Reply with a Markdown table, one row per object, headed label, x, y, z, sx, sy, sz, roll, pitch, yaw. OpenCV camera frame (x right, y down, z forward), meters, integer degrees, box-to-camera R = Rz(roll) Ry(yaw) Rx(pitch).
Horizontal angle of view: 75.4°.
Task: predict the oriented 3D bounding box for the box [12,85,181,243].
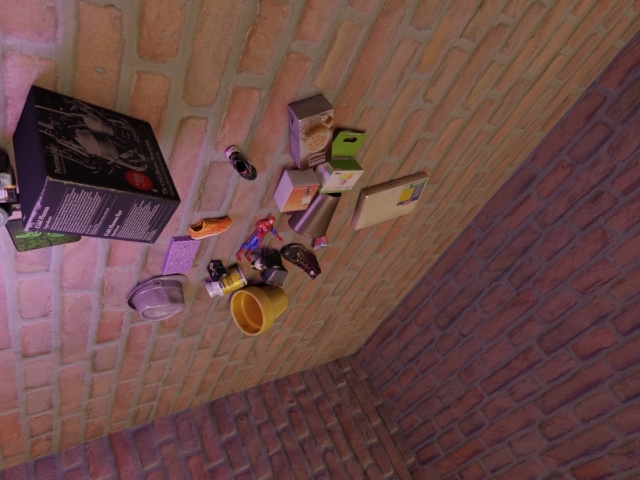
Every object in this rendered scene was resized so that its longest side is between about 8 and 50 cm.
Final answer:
| label | x | y | z | sx | sy | sz | roll | pitch | yaw |
| --- | --- | --- | --- | --- | --- | --- | --- | --- | --- |
| box | -0.587 | -0.185 | 1.086 | 0.312 | 0.343 | 0.179 | 7 | 133 | -48 |

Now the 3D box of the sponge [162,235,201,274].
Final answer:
| label | x | y | z | sx | sy | sz | roll | pitch | yaw |
| --- | --- | --- | --- | --- | --- | --- | --- | --- | --- |
| sponge | -0.589 | 0.064 | 1.750 | 0.117 | 0.031 | 0.210 | -4 | 139 | -39 |

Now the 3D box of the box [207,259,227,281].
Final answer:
| label | x | y | z | sx | sy | sz | roll | pitch | yaw |
| --- | --- | --- | --- | --- | --- | --- | --- | --- | --- |
| box | -0.478 | 0.141 | 1.909 | 0.052 | 0.083 | 0.062 | 0 | 136 | -44 |

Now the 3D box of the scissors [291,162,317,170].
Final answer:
| label | x | y | z | sx | sy | sz | roll | pitch | yaw |
| --- | --- | --- | --- | --- | --- | --- | --- | --- | --- |
| scissors | 0.009 | -0.330 | 1.747 | 0.296 | 0.021 | 0.109 | -18 | 146 | -26 |

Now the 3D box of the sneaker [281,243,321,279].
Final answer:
| label | x | y | z | sx | sy | sz | roll | pitch | yaw |
| --- | --- | --- | --- | --- | --- | --- | --- | --- | --- |
| sneaker | -0.078 | 0.120 | 2.168 | 0.106 | 0.163 | 0.281 | -44 | 148 | 19 |

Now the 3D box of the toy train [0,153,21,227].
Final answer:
| label | x | y | z | sx | sy | sz | roll | pitch | yaw |
| --- | --- | --- | --- | --- | --- | --- | --- | --- | --- |
| toy train | -0.951 | -0.132 | 1.049 | 0.333 | 0.142 | 0.190 | -4 | 127 | -36 |

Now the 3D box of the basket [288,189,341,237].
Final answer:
| label | x | y | z | sx | sy | sz | roll | pitch | yaw |
| --- | --- | --- | --- | --- | --- | --- | --- | --- | --- |
| basket | -0.011 | -0.145 | 1.869 | 0.204 | 0.154 | 0.227 | 4 | 131 | -38 |

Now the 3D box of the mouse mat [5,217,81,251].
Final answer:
| label | x | y | z | sx | sy | sz | roll | pitch | yaw |
| --- | --- | --- | --- | --- | --- | --- | --- | --- | --- |
| mouse mat | -0.901 | -0.029 | 1.356 | 0.189 | 0.007 | 0.153 | -15 | 145 | -28 |

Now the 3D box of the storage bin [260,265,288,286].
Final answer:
| label | x | y | z | sx | sy | sz | roll | pitch | yaw |
| --- | --- | --- | --- | --- | --- | --- | --- | --- | --- |
| storage bin | -0.235 | 0.183 | 2.194 | 0.135 | 0.098 | 0.091 | 17 | 114 | -52 |

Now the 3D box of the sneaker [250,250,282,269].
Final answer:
| label | x | y | z | sx | sy | sz | roll | pitch | yaw |
| --- | --- | --- | --- | --- | --- | --- | --- | --- | --- |
| sneaker | -0.269 | 0.102 | 2.039 | 0.097 | 0.084 | 0.234 | -11 | 178 | 20 |

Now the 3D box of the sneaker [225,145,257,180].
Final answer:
| label | x | y | z | sx | sy | sz | roll | pitch | yaw |
| --- | --- | --- | --- | --- | --- | --- | --- | --- | --- |
| sneaker | -0.284 | -0.262 | 1.514 | 0.072 | 0.077 | 0.178 | -35 | 150 | 7 |

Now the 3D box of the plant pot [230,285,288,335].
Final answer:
| label | x | y | z | sx | sy | sz | roll | pitch | yaw |
| --- | --- | --- | --- | --- | --- | --- | --- | --- | --- |
| plant pot | -0.313 | 0.351 | 2.233 | 0.239 | 0.254 | 0.254 | -21 | 152 | -50 |

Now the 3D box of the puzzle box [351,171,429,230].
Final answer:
| label | x | y | z | sx | sy | sz | roll | pitch | yaw |
| --- | --- | --- | --- | --- | --- | --- | --- | --- | --- |
| puzzle box | 0.370 | -0.209 | 2.214 | 0.408 | 0.052 | 0.272 | -18 | 146 | -23 |

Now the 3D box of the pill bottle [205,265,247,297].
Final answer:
| label | x | y | z | sx | sy | sz | roll | pitch | yaw |
| --- | --- | --- | --- | --- | --- | --- | --- | --- | --- |
| pill bottle | -0.456 | 0.204 | 2.002 | 0.184 | 0.103 | 0.103 | -25 | 149 | -13 |

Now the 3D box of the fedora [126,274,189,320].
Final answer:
| label | x | y | z | sx | sy | sz | roll | pitch | yaw |
| --- | --- | --- | --- | --- | --- | --- | --- | --- | --- |
| fedora | -0.707 | 0.273 | 1.850 | 0.275 | 0.124 | 0.244 | -4 | 140 | -39 |

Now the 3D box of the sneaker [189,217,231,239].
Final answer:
| label | x | y | z | sx | sy | sz | roll | pitch | yaw |
| --- | --- | --- | --- | --- | --- | --- | --- | --- | --- |
| sneaker | -0.444 | -0.057 | 1.680 | 0.175 | 0.064 | 0.068 | -23 | 139 | -21 |

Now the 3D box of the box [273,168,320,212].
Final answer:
| label | x | y | z | sx | sy | sz | roll | pitch | yaw |
| --- | --- | --- | --- | --- | --- | --- | --- | --- | --- |
| box | -0.101 | -0.208 | 1.722 | 0.130 | 0.091 | 0.170 | -10 | 152 | -30 |

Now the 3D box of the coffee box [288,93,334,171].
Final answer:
| label | x | y | z | sx | sy | sz | roll | pitch | yaw |
| --- | --- | --- | --- | --- | --- | --- | --- | --- | --- |
| coffee box | -0.034 | -0.393 | 1.533 | 0.141 | 0.098 | 0.247 | -23 | 148 | -15 |

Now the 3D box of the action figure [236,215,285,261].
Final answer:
| label | x | y | z | sx | sy | sz | roll | pitch | yaw |
| --- | --- | --- | --- | --- | --- | --- | --- | --- | --- |
| action figure | -0.269 | 0.017 | 1.881 | 0.091 | 0.139 | 0.280 | 4 | 131 | -47 |

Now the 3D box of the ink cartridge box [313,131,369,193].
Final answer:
| label | x | y | z | sx | sy | sz | roll | pitch | yaw |
| --- | --- | --- | --- | --- | --- | --- | --- | --- | --- |
| ink cartridge box | 0.099 | -0.321 | 1.729 | 0.188 | 0.097 | 0.255 | -10 | 149 | -42 |

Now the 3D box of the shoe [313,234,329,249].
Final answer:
| label | x | y | z | sx | sy | sz | roll | pitch | yaw |
| --- | --- | --- | --- | --- | --- | --- | --- | --- | --- |
| shoe | 0.000 | 0.000 | 2.169 | 0.063 | 0.081 | 0.178 | -7 | 172 | -17 |
